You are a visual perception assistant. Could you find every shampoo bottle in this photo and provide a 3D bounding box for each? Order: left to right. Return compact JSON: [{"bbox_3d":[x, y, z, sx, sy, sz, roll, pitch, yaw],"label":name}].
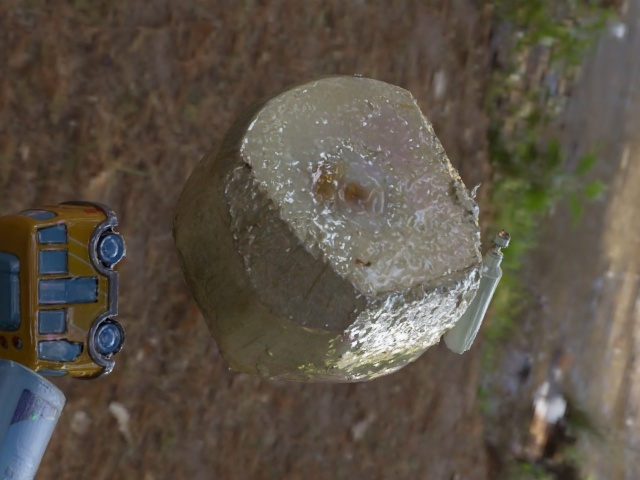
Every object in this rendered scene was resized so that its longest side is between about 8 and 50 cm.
[{"bbox_3d":[-0.328,0.249,1.281,0.104,0.061,0.258,51,50,-52],"label":"shampoo bottle"},{"bbox_3d":[0.168,0.052,1.411,0.049,0.034,0.141,-65,176,-62],"label":"shampoo bottle"}]

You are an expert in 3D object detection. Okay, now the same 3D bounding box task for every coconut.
[{"bbox_3d":[0.000,0.000,1.313,0.297,0.297,0.254,-54,177,-34],"label":"coconut"}]

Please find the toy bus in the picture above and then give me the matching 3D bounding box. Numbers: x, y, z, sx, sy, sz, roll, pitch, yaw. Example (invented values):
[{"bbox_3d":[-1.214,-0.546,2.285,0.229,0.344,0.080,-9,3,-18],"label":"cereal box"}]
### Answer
[{"bbox_3d":[-0.311,0.060,1.521,0.136,0.126,0.209,-3,96,-46],"label":"toy bus"}]
